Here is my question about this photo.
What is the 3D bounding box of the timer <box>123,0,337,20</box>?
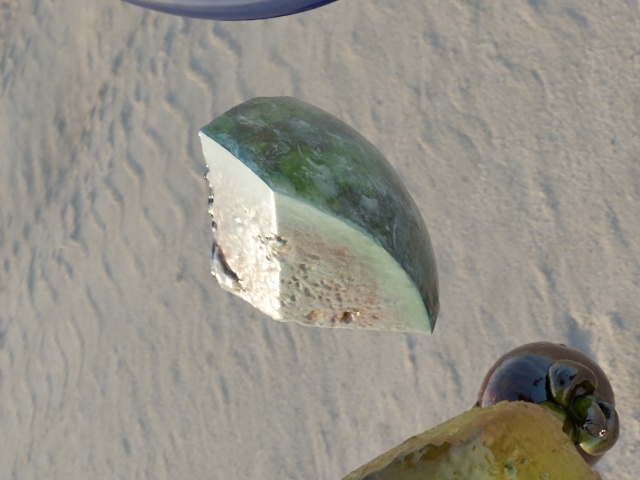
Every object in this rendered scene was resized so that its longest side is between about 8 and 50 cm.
[{"bbox_3d":[-0.021,-0.316,0.473,0.270,0.270,0.383,-42,21,39],"label":"timer"}]

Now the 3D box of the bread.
[{"bbox_3d":[0.153,0.319,1.100,0.337,0.358,0.204,-34,79,9],"label":"bread"}]

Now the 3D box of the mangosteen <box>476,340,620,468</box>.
[{"bbox_3d":[0.346,0.259,1.391,0.257,0.215,0.215,163,121,-83],"label":"mangosteen"}]

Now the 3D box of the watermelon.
[{"bbox_3d":[0.000,0.000,0.965,0.214,0.289,0.320,-44,-2,10],"label":"watermelon"}]
